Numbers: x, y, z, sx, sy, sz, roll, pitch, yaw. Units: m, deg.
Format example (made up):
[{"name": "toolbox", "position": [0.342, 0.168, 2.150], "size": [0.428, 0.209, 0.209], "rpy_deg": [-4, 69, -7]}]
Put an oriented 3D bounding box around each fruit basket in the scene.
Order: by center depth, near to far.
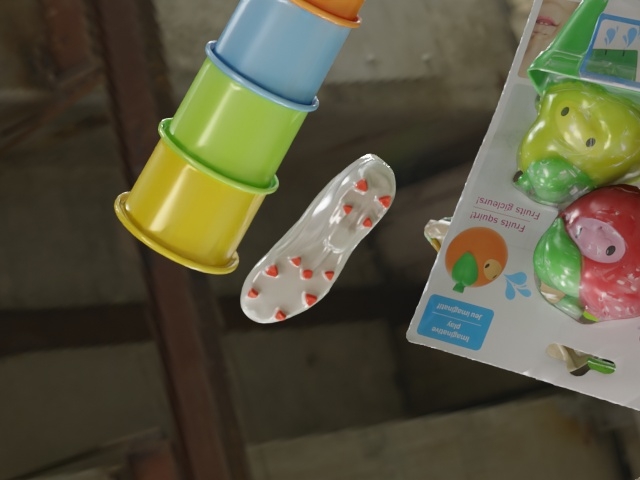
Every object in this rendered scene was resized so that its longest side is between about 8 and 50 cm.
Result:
[{"name": "fruit basket", "position": [0.271, -0.039, 1.507], "size": [0.353, 0.327, 0.165], "rpy_deg": [-64, -28, -18]}]

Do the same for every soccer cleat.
[{"name": "soccer cleat", "position": [0.000, 0.000, 1.689], "size": [0.068, 0.196, 0.076], "rpy_deg": [39, -164, -16]}]

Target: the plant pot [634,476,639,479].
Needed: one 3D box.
[{"name": "plant pot", "position": [0.325, 0.309, 1.404], "size": [0.191, 0.284, 0.284], "rpy_deg": [36, -139, -78]}]

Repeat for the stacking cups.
[{"name": "stacking cups", "position": [-0.019, -0.128, 1.172], "size": [0.096, 0.316, 0.096], "rpy_deg": [29, -162, -10]}]

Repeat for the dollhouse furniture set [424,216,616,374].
[{"name": "dollhouse furniture set", "position": [0.277, 0.031, 1.924], "size": [0.151, 0.301, 0.197], "rpy_deg": [-39, -70, -17]}]
